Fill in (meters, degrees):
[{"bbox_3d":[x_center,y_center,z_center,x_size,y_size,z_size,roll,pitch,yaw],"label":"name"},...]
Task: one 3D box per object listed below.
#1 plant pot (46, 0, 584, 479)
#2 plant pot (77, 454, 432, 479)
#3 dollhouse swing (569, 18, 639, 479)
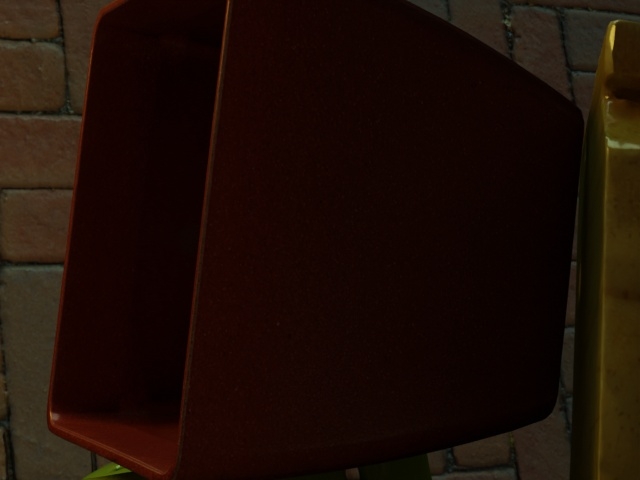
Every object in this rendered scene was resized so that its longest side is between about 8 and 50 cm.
[{"bbox_3d":[0.000,0.000,0.819,0.235,0.267,0.267,8,-4,-23],"label":"plant pot"},{"bbox_3d":[-0.062,0.235,0.874,0.228,0.227,0.207,-13,-9,30],"label":"plant pot"},{"bbox_3d":[0.286,0.102,0.738,0.305,0.347,0.315,3,-13,7],"label":"dollhouse swing"}]
